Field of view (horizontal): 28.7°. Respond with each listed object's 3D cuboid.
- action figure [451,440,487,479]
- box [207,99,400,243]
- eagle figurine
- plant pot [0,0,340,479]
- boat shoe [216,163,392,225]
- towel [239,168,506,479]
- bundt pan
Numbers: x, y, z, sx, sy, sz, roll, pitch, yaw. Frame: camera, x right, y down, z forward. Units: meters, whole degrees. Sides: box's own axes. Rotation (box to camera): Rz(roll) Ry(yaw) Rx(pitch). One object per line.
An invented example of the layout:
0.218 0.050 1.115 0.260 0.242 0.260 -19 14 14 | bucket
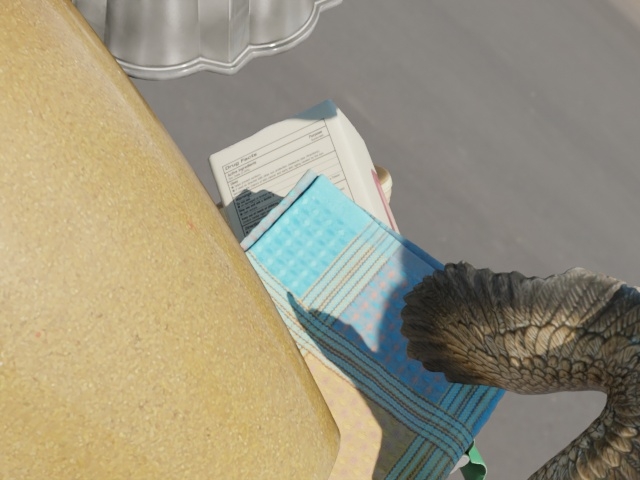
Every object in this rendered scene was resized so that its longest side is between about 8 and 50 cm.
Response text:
0.126 0.160 1.392 0.232 0.063 0.137 -103 -176 -61 | action figure
0.000 0.000 1.294 0.127 0.149 0.232 41 28 -64 | box
0.204 0.117 0.897 0.226 0.298 0.225 -80 149 -59 | eagle figurine
-0.123 0.038 0.502 0.254 0.237 0.237 44 25 -8 | plant pot
-0.015 -0.028 1.570 0.109 0.302 0.098 -29 103 -40 | boat shoe
0.001 0.120 1.064 0.271 0.040 0.370 37 51 6 | towel
-0.126 -0.292 1.011 0.331 0.124 0.331 4 56 -6 | bundt pan
